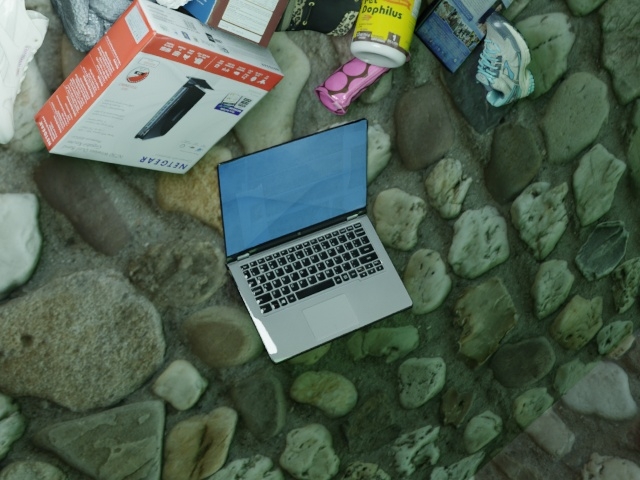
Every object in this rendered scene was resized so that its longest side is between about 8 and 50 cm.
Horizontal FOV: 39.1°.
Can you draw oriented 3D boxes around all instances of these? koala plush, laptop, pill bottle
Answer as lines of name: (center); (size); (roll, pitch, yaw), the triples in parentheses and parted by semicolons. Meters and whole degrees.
koala plush: (-0.331, -0.432, 1.495); (0.221, 0.196, 0.203); (-26, 144, -20)
laptop: (0.000, 0.000, 2.019); (0.382, 0.407, 0.236); (-20, 164, -24)
pill bottle: (0.140, -0.468, 1.825); (0.117, 0.117, 0.214); (18, 85, -43)

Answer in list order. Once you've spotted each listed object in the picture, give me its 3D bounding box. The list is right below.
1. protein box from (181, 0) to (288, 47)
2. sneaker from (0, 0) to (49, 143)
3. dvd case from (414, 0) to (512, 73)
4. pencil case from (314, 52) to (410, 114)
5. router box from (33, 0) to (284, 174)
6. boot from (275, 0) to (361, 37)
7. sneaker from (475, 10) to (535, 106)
protein box: (-0.149, -0.479, 1.572); (0.136, 0.200, 0.201); (13, 112, -41)
sneaker: (-0.516, -0.300, 1.490); (0.152, 0.114, 0.305); (-14, 128, -27)
dvd case: (0.331, -0.522, 2.029); (0.253, 0.022, 0.180); (-50, 135, 5)
pencil case: (0.092, -0.353, 1.919); (0.209, 0.098, 0.095); (-41, 133, -4)
router box: (-0.277, -0.256, 1.596); (0.301, 0.082, 0.335); (-40, 156, 26)
boot: (0.006, -0.506, 1.755); (0.179, 0.085, 0.236); (0, 126, -39)
sneaker: (0.421, -0.409, 2.107); (0.122, 0.110, 0.283); (-33, 142, 1)
